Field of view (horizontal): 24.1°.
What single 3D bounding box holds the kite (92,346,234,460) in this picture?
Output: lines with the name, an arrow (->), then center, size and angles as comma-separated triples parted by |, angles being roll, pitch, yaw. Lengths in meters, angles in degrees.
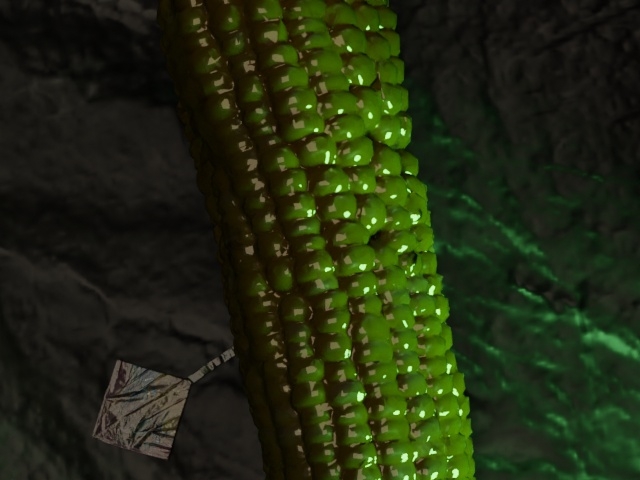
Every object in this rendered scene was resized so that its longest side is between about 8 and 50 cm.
kite -> -0.066, 0.059, 0.635 | 0.044, 0.002, 0.078 | 37, 89, 12

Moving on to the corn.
corn -> 0.000, 0.000, 0.593 | 0.097, 0.097, 0.320 | -13, 81, 7
